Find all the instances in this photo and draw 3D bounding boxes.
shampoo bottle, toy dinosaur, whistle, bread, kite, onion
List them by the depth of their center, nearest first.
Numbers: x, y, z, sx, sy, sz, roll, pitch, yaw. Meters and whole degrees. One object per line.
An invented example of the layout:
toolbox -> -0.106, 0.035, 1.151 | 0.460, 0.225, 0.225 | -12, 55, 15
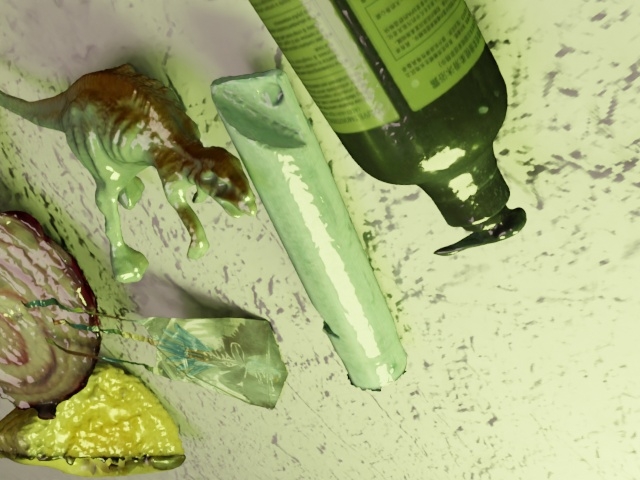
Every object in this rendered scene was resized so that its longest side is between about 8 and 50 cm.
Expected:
shampoo bottle -> 0.037, -0.107, 0.470 | 0.101, 0.101, 0.283 | -6, 127, 48
whistle -> 0.000, 0.000, 0.674 | 0.062, 0.062, 0.312 | 9, 137, 38
toy dinosaur -> -0.190, -0.082, 0.739 | 0.393, 0.092, 0.205 | 39, 146, 26
kite -> -0.188, 0.131, 0.974 | 0.310, 0.015, 0.169 | 7, 137, 12
onion -> -0.387, 0.064, 1.082 | 0.280, 0.146, 0.314 | -29, 108, 28
bread -> -0.352, 0.271, 1.258 | 0.262, 0.162, 0.204 | 15, 158, -37

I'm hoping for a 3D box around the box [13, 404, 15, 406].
box -> -0.490, 0.227, 1.428 | 0.162, 0.041, 0.229 | 11, 139, 19
